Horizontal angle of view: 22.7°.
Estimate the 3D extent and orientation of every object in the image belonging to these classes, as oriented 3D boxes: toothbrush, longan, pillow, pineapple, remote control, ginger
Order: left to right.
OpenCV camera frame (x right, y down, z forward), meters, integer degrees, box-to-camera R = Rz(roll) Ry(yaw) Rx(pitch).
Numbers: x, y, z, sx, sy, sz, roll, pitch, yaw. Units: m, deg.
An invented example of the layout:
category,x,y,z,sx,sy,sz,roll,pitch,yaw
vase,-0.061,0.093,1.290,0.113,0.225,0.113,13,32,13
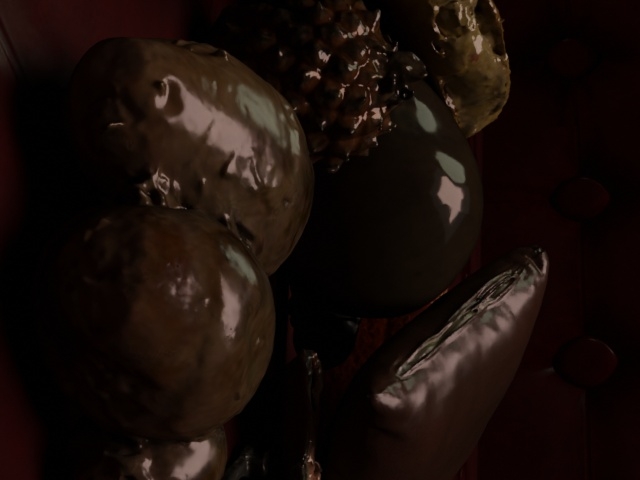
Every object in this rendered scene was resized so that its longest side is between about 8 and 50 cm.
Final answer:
category,x,y,z,sx,sy,sz,roll,pitch,yaw
ginger,-0.097,0.017,0.974,0.245,0.155,0.304,83,17,-60
toothbrush,-0.082,0.205,1.272,0.297,0.030,0.030,-25,116,-78
pillow,-0.029,0.217,1.429,0.126,0.043,0.233,130,-34,-56
pineapple,-0.004,-0.133,1.342,0.166,0.193,0.166,-5,90,-72
remote control,0.000,0.000,1.639,0.066,0.090,0.266,27,56,-45
longan,0.046,-0.051,1.498,0.248,0.248,0.248,-3,90,-80
pillow,0.089,0.177,1.525,0.308,0.108,0.305,-35,154,-46

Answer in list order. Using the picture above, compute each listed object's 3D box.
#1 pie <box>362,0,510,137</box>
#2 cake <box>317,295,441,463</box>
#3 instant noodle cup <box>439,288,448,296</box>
category,x,y,z,sx,sy,sz,roll,pitch,yaw
pie,0.063,-0.236,1.566,0.339,0.083,0.339,45,-13,13
cake,0.076,0.193,1.805,0.177,0.150,0.283,-76,165,-68
instant noodle cup,0.085,0.063,1.926,0.168,0.168,0.185,-60,154,-71
